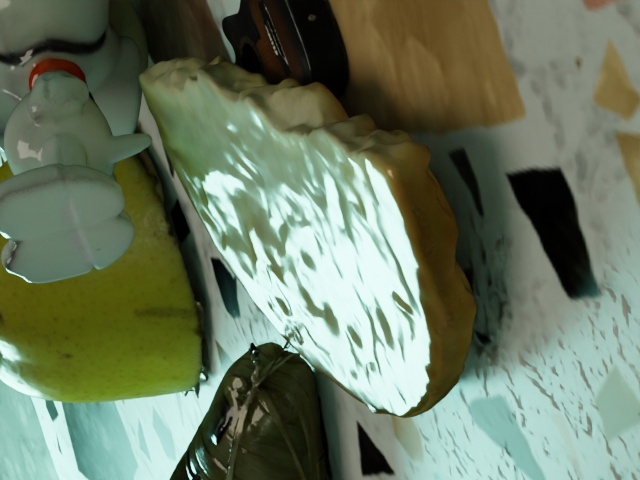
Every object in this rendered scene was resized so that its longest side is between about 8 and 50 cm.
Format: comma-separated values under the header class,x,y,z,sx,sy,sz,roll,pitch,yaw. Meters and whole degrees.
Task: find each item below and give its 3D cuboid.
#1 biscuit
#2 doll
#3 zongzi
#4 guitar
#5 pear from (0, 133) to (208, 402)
class,x,y,z,sx,sy,sz,roll,pitch,yaw
biscuit,0.000,0.000,0.836,0.309,0.040,0.204,26,141,58
doll,-0.180,-0.081,0.982,0.208,0.144,0.271,87,172,-63
zongzi,-0.004,0.162,0.994,0.178,0.081,0.189,41,134,13
guitar,-0.045,-0.099,0.906,0.088,0.025,0.233,68,157,4
pear,-0.214,0.028,1.194,0.267,0.178,0.267,40,140,44
